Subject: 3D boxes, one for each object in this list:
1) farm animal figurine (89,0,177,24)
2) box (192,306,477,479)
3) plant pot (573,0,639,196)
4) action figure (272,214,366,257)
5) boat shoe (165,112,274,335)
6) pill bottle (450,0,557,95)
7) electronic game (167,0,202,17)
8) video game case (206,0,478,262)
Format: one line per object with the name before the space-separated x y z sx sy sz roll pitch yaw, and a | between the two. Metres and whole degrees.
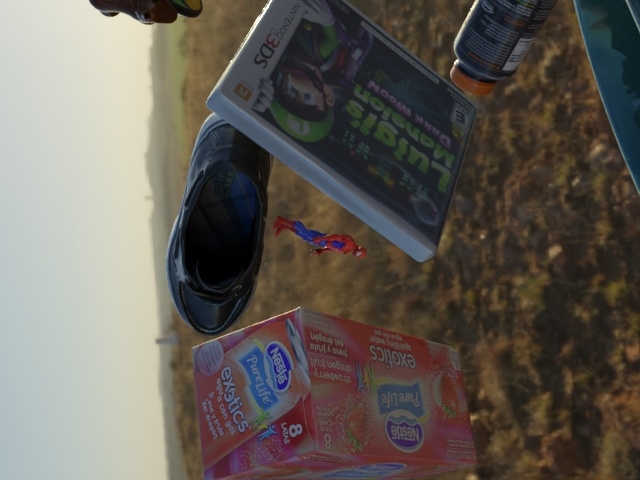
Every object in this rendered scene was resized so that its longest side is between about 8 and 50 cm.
farm animal figurine | -0.195 -0.387 0.937 0.330 0.326 0.172 -49 9 21
box | 0.024 0.179 0.976 0.154 0.300 0.142 -23 64 31
plant pot | 0.431 -0.179 0.795 0.341 0.334 0.341 -21 -90 -79
action figure | 0.000 0.000 1.097 0.038 0.115 0.030 84 -157 -62
boat shoe | -0.078 0.007 0.706 0.076 0.080 0.228 -87 13 -47
pill bottle | 0.325 -0.383 1.658 0.130 0.130 0.246 -103 30 -43
electronic game | -0.307 -0.491 1.664 0.048 0.229 0.229 -43 34 20
video game case | 0.027 -0.099 0.673 0.022 0.190 0.173 -39 21 46
